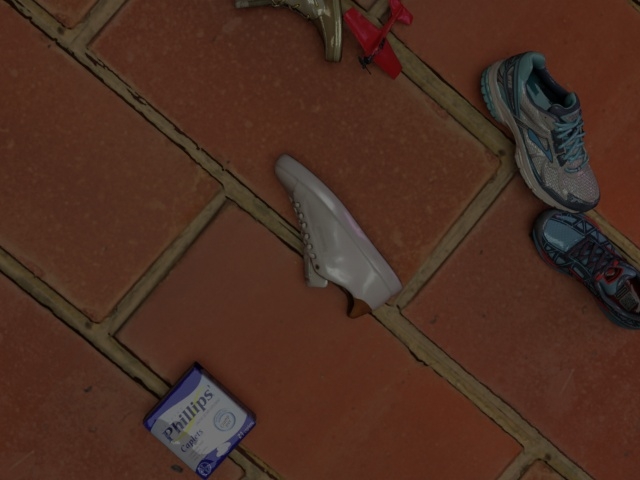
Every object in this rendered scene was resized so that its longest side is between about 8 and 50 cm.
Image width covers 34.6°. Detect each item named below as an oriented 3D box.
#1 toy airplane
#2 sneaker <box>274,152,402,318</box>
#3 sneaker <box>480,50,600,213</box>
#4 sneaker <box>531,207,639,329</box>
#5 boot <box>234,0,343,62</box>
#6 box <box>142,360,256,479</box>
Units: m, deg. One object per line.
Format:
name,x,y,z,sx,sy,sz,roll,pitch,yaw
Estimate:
toy airplane,0.102,-0.329,1.629,0.151,0.028,0.151,-3,95,-43
sneaker,0.000,0.000,1.619,0.123,0.106,0.290,-38,96,-4
sneaker,0.363,-0.169,1.614,0.110,0.122,0.283,-38,96,-32
sneaker,0.456,0.040,1.645,0.262,0.125,0.104,41,89,-5
boot,-0.052,-0.373,1.616,0.165,0.077,0.213,-10,88,-4
box,-0.192,0.286,1.635,0.137,0.072,0.126,42,88,-4
